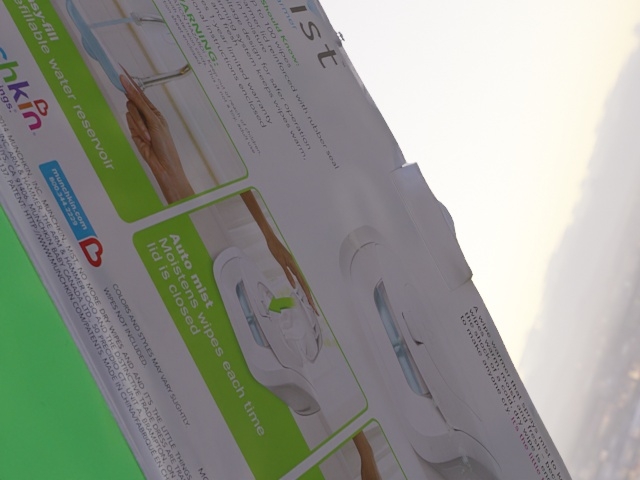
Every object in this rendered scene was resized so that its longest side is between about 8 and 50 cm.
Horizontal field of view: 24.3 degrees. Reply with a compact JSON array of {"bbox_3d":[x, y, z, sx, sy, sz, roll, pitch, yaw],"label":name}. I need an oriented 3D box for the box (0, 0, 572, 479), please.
[{"bbox_3d":[-0.046,0.040,0.493,0.127,0.262,0.231,-29,0,28],"label":"box"}]
